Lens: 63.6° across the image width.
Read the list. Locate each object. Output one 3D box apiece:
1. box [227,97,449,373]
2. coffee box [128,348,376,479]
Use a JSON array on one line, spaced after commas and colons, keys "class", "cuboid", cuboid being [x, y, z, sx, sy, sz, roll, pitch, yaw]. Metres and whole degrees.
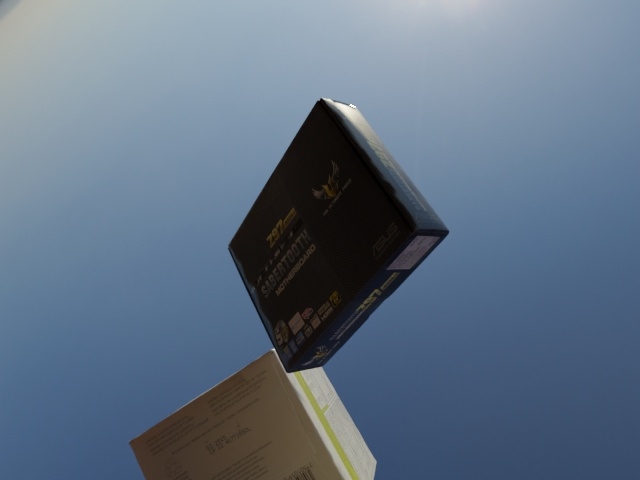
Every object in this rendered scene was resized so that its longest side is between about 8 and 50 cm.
[{"class": "box", "cuboid": [0.000, 0.000, 0.547, 0.233, 0.059, 0.184, -52, -127, 33]}, {"class": "coffee box", "cuboid": [-0.116, 0.445, 1.081, 0.337, 0.334, 0.338, -32, -100, 4]}]
